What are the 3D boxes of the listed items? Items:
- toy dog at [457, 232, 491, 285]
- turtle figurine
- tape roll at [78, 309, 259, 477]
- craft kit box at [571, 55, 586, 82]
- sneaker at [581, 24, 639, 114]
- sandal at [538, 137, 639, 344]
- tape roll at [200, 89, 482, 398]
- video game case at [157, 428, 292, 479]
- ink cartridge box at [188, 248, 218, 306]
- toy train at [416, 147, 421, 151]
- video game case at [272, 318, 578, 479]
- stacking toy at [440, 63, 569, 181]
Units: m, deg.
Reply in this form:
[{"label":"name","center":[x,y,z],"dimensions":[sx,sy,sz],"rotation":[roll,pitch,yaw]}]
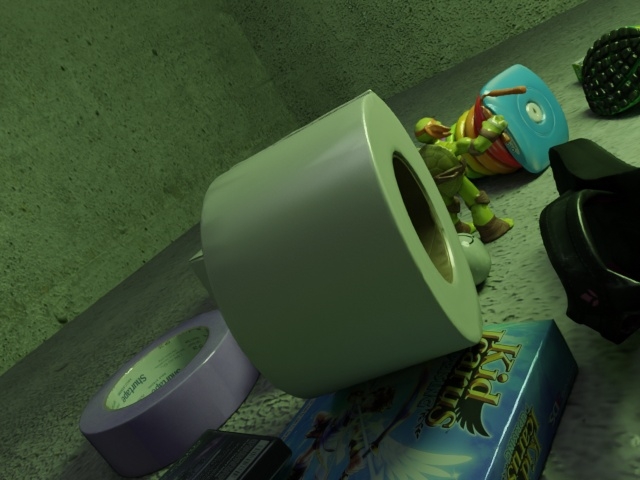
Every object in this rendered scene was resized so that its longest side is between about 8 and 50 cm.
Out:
[{"label":"toy dog","center":[0.045,0.043,0.764],"dimensions":[0.333,0.161,0.220],"rotation":[-31,16,3]},{"label":"turtle figurine","center":[0.199,-0.100,0.802],"dimensions":[0.269,0.217,0.087],"rotation":[-17,21,42]},{"label":"tape roll","center":[-0.230,0.227,0.855],"dimensions":[0.274,0.090,0.275],"rotation":[-29,16,9]},{"label":"craft kit box","center":[0.677,-0.394,1.112],"dimensions":[0.249,0.061,0.247],"rotation":[-28,19,15]},{"label":"sneaker","center":[0.577,-0.311,0.897],"dimensions":[0.146,0.134,0.343],"rotation":[-9,-9,-21]},{"label":"sandal","center":[0.252,0.010,0.486],"dimensions":[0.106,0.168,0.446],"rotation":[-21,9,16]},{"label":"tape roll","center":[0.027,0.009,0.524],"dimensions":[0.169,0.246,0.246],"rotation":[-25,17,22]},{"label":"video game case","center":[-0.145,0.270,0.540],"dimensions":[0.196,0.026,0.274],"rotation":[-43,3,-29]},{"label":"ink cartridge box","center":[-0.170,0.042,1.198],"dimensions":[0.085,0.148,0.203],"rotation":[-17,20,39]},{"label":"toy train","center":[0.161,-0.144,1.262],"dimensions":[0.247,0.105,0.143],"rotation":[-30,2,6]},{"label":"video game case","center":[0.065,0.182,0.485],"dimensions":[0.244,0.061,0.269],"rotation":[-14,23,46]},{"label":"stacking toy","center":[0.290,-0.176,1.043],"dimensions":[0.165,0.175,0.301],"rotation":[-39,5,-33]}]
